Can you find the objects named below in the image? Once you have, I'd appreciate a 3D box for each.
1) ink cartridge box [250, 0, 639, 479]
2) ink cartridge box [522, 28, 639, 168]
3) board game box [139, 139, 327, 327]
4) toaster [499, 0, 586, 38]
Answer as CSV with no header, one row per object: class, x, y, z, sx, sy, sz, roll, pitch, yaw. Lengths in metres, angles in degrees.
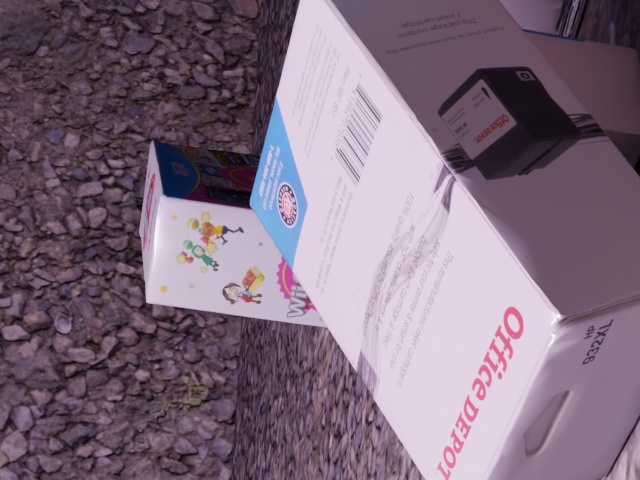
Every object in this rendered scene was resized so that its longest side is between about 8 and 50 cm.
ink cartridge box,0.092,-0.003,1.264,0.307,0.129,0.223,57,147,31
ink cartridge box,0.164,-0.063,1.373,0.143,0.092,0.090,109,166,-47
board game box,0.000,0.000,1.672,0.224,0.303,0.097,-115,33,-73
toaster,0.134,-0.222,1.538,0.129,0.146,0.227,-98,18,-58
